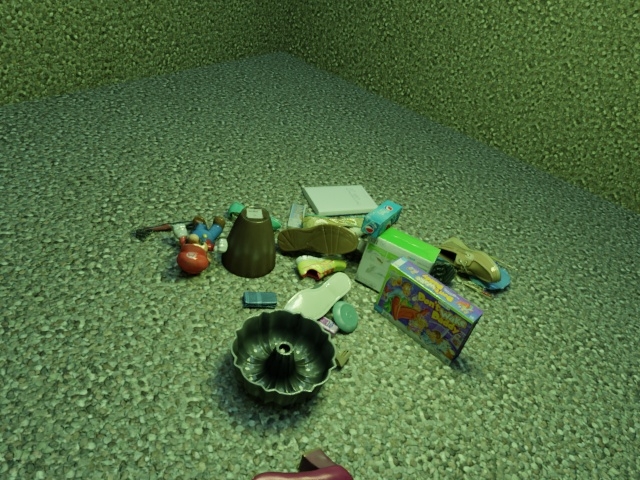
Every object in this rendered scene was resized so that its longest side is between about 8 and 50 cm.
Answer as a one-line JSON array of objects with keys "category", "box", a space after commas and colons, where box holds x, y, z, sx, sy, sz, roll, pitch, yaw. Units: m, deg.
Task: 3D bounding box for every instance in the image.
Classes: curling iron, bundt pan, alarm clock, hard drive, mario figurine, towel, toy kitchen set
[{"category": "curling iron", "box": [-0.608, -0.047, 1.980, 0.274, 0.035, 0.068, -13, 42, -30]}, {"category": "bundt pan", "box": [-0.119, 0.372, 1.526, 0.331, 0.124, 0.330, 8, 37, -6]}, {"category": "alarm clock", "box": [0.150, 0.014, 2.047, 0.129, 0.192, 0.064, 31, 85, 20]}, {"category": "hard drive", "box": [0.097, -0.196, 2.400, 0.319, 0.040, 0.210, -5, 41, -24]}, {"category": "mario figurine", "box": [-0.455, -0.012, 1.862, 0.170, 0.198, 0.320, 50, 21, -23]}, {"category": "towel", "box": [-0.218, 0.214, 1.777, 0.120, 0.029, 0.067, 3, 39, -14]}, {"category": "toy kitchen set", "box": [0.045, 0.367, 1.638, 0.068, 0.083, 0.075, -13, 18, 40]}]

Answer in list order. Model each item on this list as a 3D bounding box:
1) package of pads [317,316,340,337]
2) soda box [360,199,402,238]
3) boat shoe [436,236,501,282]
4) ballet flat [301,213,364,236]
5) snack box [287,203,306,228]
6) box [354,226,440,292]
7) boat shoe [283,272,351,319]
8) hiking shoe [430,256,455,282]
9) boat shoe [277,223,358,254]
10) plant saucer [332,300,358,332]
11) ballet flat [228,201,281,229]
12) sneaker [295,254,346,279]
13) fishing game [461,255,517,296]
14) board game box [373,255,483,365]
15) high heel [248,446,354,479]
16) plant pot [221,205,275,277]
[{"category": "package of pads", "box": [0.023, 0.303, 1.738, 0.083, 0.032, 0.050, 27, 36, 16]}, {"category": "soda box", "box": [0.237, -0.085, 1.898, 0.071, 0.067, 0.210, 27, 35, 21]}, {"category": "boat shoe", "box": [0.631, 0.099, 2.118, 0.110, 0.121, 0.341, -24, 30, -15]}, {"category": "ballet flat", "box": [0.087, -0.043, 2.156, 0.349, 0.123, 0.123, 3, 38, -16]}, {"category": "snack box", "box": [-0.107, -0.107, 2.233, 0.064, 0.022, 0.178, 12, 37, -2]}, {"category": "box", "box": [0.297, 0.098, 1.926, 0.262, 0.231, 0.127, 25, 34, 15]}, {"category": "boat shoe", "box": [-0.020, 0.223, 1.791, 0.319, 0.099, 0.116, -29, 81, -38]}, {"category": "hiking shoe", "box": [0.417, 0.106, 2.087, 0.304, 0.113, 0.132, 18, 10, 9]}, {"category": "boat shoe", "box": [0.000, 0.000, 1.996, 0.342, 0.123, 0.123, -3, -3, 21]}, {"category": "plant saucer", "box": [0.096, 0.270, 1.763, 0.119, 0.021, 0.119, 24, 50, -32]}, {"category": "ballet flat", "box": [-0.290, -0.082, 2.111, 0.247, 0.083, 0.087, 23, 62, 12]}, {"category": "sneaker", "box": [0.005, 0.116, 1.948, 0.209, 0.081, 0.094, -1, 51, -14]}, {"category": "fishing game", "box": [0.733, 0.157, 2.156, 0.189, 0.041, 0.264, 28, 44, 30]}, {"category": "board game box", "box": [0.373, 0.248, 1.757, 0.347, 0.233, 0.078, 36, 42, 27]}, {"category": "high heel", "box": [-0.073, 0.642, 1.181, 0.377, 0.127, 0.181, -17, 36, -39]}, {"category": "plant pot", "box": [-0.264, -0.012, 1.886, 0.215, 0.230, 0.215, 9, 37, -7]}]
